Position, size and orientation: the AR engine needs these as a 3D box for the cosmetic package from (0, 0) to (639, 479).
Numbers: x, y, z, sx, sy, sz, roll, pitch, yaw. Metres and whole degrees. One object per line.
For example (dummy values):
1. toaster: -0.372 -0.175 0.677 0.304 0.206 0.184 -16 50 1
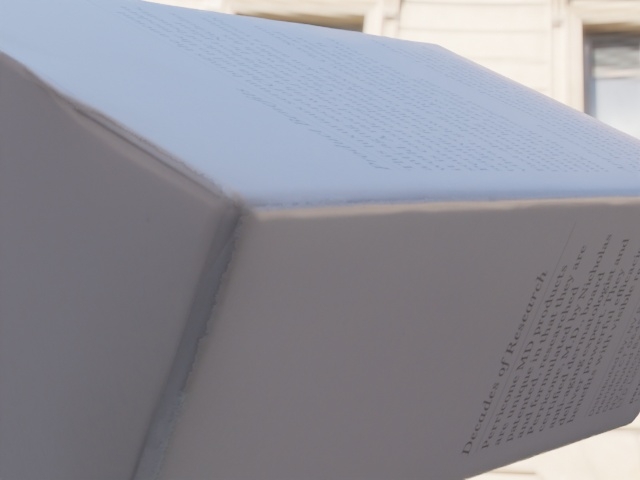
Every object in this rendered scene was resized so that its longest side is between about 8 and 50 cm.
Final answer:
1. cosmetic package: 0.000 0.000 0.694 0.230 0.161 0.453 31 19 32
